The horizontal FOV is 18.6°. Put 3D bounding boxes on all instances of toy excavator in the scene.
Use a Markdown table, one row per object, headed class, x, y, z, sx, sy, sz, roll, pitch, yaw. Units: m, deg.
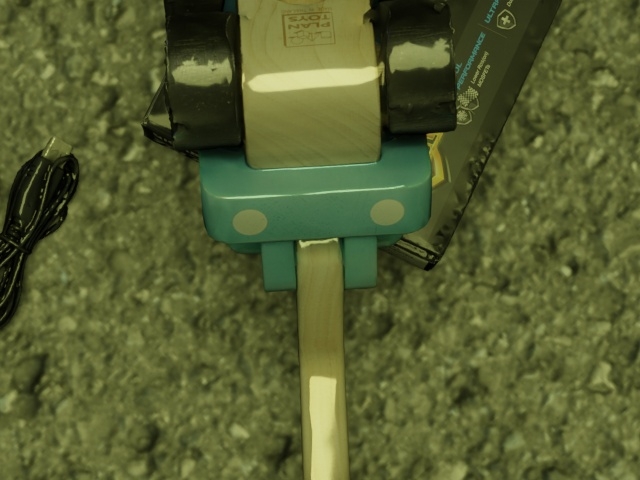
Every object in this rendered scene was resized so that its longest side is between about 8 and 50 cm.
| class | x | y | z | sx | sy | sz | roll | pitch | yaw |
| --- | --- | --- | --- | --- | --- | --- | --- | --- | --- |
| toy excavator | 0.000 | 0.000 | 1.608 | 0.222 | 0.445 | 0.433 | -5 | 42 | -1 |

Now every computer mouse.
| class | x | y | z | sx | sy | sz | roll | pitch | yaw |
| --- | --- | --- | --- | --- | --- | --- | --- | --- | --- |
| computer mouse | -0.364 | -0.053 | 1.719 | 0.272 | 0.072 | 0.188 | 27 | 81 | 1 |

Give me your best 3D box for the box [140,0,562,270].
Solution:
| class | x | y | z | sx | sy | sz | roll | pitch | yaw |
| --- | --- | --- | --- | --- | --- | --- | --- | --- | --- |
| box | 0.032 | -0.165 | 1.762 | 0.293 | 0.073 | 0.295 | 26 | 81 | -1 |
